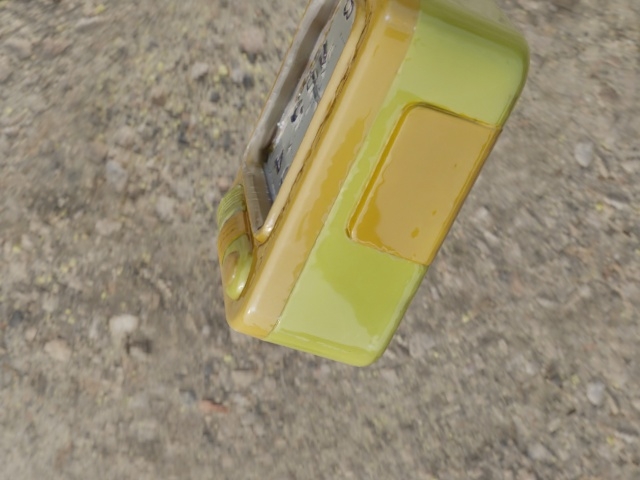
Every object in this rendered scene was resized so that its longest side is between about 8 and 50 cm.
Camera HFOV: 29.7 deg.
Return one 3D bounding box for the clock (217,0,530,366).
[{"bbox_3d":[0.018,-0.048,0.645,0.096,0.143,0.202,20,113,-15],"label":"clock"}]
